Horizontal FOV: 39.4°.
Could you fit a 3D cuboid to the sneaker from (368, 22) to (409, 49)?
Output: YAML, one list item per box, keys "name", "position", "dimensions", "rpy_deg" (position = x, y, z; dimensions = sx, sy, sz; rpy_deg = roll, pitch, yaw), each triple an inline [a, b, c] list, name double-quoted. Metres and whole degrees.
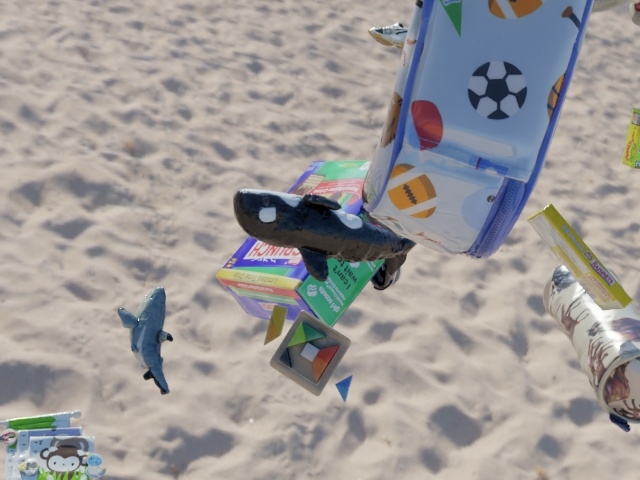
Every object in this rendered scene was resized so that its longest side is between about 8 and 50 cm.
- name: "sneaker"
  position: [0.114, -0.326, 1.408]
  dimensions: [0.083, 0.037, 0.032]
  rpy_deg: [25, -5, 34]

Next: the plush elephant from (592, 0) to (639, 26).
- name: "plush elephant"
  position: [0.550, -0.420, 1.447]
  dimensions: [0.256, 0.330, 0.271]
  rpy_deg: [11, 57, -16]

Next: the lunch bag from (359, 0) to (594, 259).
- name: "lunch bag"
  position: [0.121, -0.140, 0.661]
  dimensions: [0.115, 0.303, 0.243]
  rpy_deg: [20, 2, 3]

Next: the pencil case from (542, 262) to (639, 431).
- name: "pencil case"
  position: [0.546, 0.182, 1.686]
  dimensions: [0.160, 0.183, 0.410]
  rpy_deg: [-26, 22, 9]

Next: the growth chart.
- name: "growth chart"
  position: [-0.445, 0.376, 1.482]
  dimensions: [0.172, 0.021, 0.237]
  rpy_deg: [-9, 43, -18]

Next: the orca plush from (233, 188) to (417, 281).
- name: "orca plush"
  position: [0.003, 0.015, 1.271]
  dimensions: [0.287, 0.102, 0.151]
  rpy_deg: [23, -22, -38]

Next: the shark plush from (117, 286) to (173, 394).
- name: "shark plush"
  position: [-0.245, 0.145, 1.301]
  dimensions: [0.067, 0.073, 0.161]
  rpy_deg: [-25, 47, 12]

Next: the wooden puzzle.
- name: "wooden puzzle"
  position: [-0.013, 0.121, 0.970]
  dimensions: [0.116, 0.078, 0.014]
  rpy_deg: [23, -1, 16]

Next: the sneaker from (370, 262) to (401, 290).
- name: "sneaker"
  position: [0.137, 0.007, 2.042]
  dimensions: [0.079, 0.216, 0.121]
  rpy_deg: [-10, 8, 19]

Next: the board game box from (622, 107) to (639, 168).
- name: "board game box"
  position: [0.586, -0.157, 1.436]
  dimensions: [0.181, 0.092, 0.043]
  rpy_deg: [4, 16, -7]

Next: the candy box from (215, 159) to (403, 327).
- name: "candy box"
  position: [0.000, 0.000, 1.618]
  dimensions: [0.268, 0.122, 0.317]
  rpy_deg: [5, 51, 53]

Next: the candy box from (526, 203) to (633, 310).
- name: "candy box"
  position: [0.429, 0.030, 1.495]
  dimensions: [0.206, 0.027, 0.105]
  rpy_deg: [51, -7, 4]
